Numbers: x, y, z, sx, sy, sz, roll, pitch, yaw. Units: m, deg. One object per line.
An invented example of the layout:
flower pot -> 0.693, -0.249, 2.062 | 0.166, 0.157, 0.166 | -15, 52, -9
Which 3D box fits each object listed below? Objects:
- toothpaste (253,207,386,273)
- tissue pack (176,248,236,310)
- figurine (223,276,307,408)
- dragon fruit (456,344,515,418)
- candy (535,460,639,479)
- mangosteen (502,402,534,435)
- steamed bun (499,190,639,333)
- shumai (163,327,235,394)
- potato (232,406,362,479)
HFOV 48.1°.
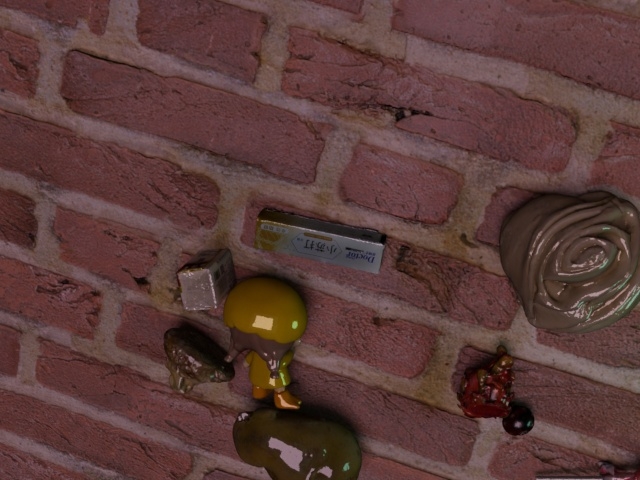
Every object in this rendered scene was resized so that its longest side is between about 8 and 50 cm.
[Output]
toothpaste -> 0.000, 0.000, 1.721 | 0.312, 0.071, 0.089 | 12, 114, 7
tissue pack -> -0.280, 0.094, 1.762 | 0.099, 0.149, 0.106 | -5, 106, 13
figurine -> -0.126, 0.254, 1.777 | 0.215, 0.187, 0.344 | 4, 116, 23
dragon fruit -> 0.409, 0.349, 1.727 | 0.133, 0.150, 0.208 | 11, 106, -24
candy -> 0.717, 0.589, 1.758 | 0.365, 0.124, 0.124 | -7, 106, 20
mangosteen -> 0.486, 0.440, 1.764 | 0.080, 0.081, 0.081 | 3, 108, 10
steamed bun -> 0.552, 0.062, 1.549 | 0.309, 0.219, 0.324 | -9, 106, 14
shumai -> -0.334, 0.322, 1.844 | 0.209, 0.161, 0.153 | 34, 109, -20
potato -> -0.062, 0.536, 1.828 | 0.351, 0.203, 0.218 | 32, 143, -9
